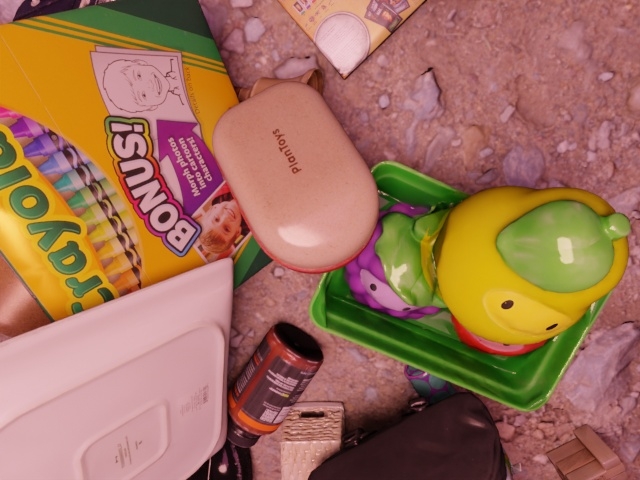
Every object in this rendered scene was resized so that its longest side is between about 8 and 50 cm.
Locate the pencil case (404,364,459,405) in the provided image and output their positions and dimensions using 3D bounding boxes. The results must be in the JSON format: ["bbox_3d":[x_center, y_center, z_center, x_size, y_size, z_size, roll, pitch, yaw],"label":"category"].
[{"bbox_3d":[0.212,0.267,0.724,0.070,0.064,0.151,-36,99,10],"label":"pencil case"}]

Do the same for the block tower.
[{"bbox_3d":[0.537,0.506,0.759,0.097,0.091,0.335,-30,99,5],"label":"block tower"}]

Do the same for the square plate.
[{"bbox_3d":[-0.230,0.222,0.475,0.049,0.344,0.347,28,123,32],"label":"square plate"}]

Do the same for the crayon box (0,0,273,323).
[{"bbox_3d":[-0.225,-0.071,0.509,0.313,0.106,0.363,-39,121,-34],"label":"crayon box"}]

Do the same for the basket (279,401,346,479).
[{"bbox_3d":[-0.010,0.382,0.726,0.113,0.103,0.167,-2,102,1],"label":"basket"}]

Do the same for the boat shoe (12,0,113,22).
[{"bbox_3d":[-0.315,-0.331,0.571,0.158,0.127,0.340,17,101,-10],"label":"boat shoe"}]

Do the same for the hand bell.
[{"bbox_3d":[-0.129,-0.219,0.621,0.242,0.126,0.126,18,101,8],"label":"hand bell"}]

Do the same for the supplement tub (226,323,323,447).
[{"bbox_3d":[-0.087,0.244,0.698,0.106,0.106,0.198,32,99,-6],"label":"supplement tub"}]

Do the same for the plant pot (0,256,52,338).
[{"bbox_3d":[-0.352,-0.015,0.604,0.237,0.237,0.254,29,85,-6],"label":"plant pot"}]

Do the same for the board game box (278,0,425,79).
[{"bbox_3d":[0.070,-0.374,0.580,0.243,0.042,0.165,-39,102,19],"label":"board game box"}]

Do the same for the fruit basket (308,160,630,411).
[{"bbox_3d":[0.196,0.058,0.532,0.392,0.392,0.283,23,100,-5],"label":"fruit basket"}]

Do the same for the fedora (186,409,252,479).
[{"bbox_3d":[-0.264,0.427,0.679,0.152,0.334,0.334,-16,103,36],"label":"fedora"}]

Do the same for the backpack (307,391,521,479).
[{"bbox_3d":[0.192,0.443,0.659,0.290,0.273,0.355,-28,137,1],"label":"backpack"}]

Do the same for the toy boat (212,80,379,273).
[{"bbox_3d":[-0.025,-0.066,0.520,0.151,0.151,0.231,-28,72,-1],"label":"toy boat"}]
